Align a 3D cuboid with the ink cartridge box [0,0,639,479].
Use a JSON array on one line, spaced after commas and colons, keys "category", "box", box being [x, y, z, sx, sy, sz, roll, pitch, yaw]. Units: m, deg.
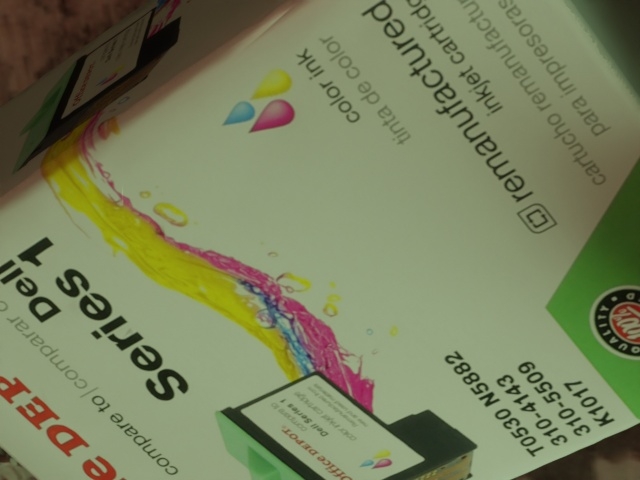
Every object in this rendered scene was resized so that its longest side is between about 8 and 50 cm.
[{"category": "ink cartridge box", "box": [0.000, 0.000, 0.504, 0.278, 0.117, 0.201, -30, 116, 25]}]
